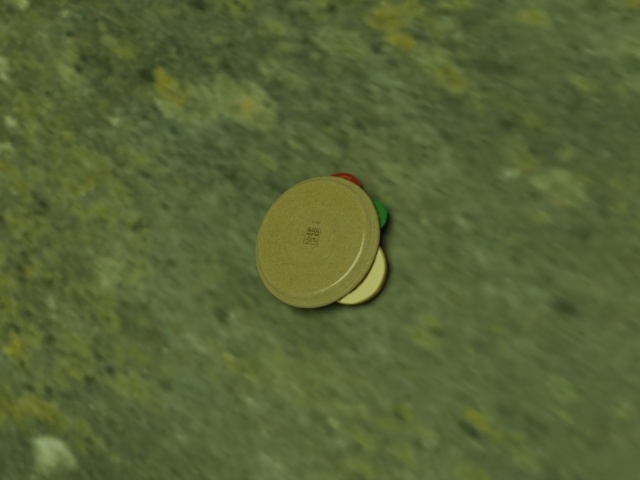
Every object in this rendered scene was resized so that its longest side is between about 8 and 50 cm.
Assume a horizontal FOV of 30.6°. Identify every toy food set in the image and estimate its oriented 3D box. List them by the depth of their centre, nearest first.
[{"bbox_3d":[0.000,0.000,0.677,0.083,0.020,0.083,-10,67,25],"label":"toy food set"}]
